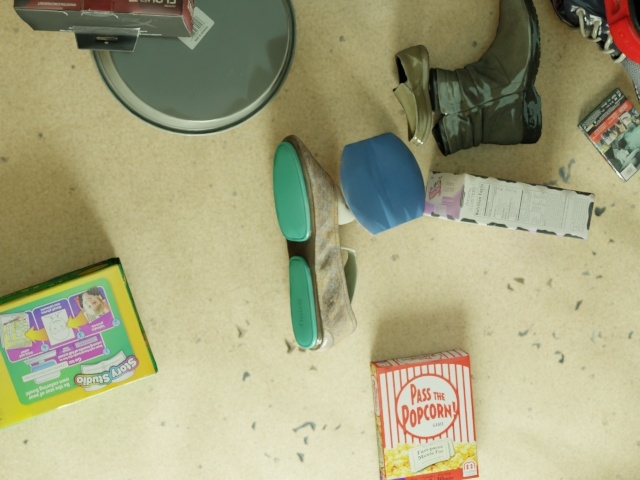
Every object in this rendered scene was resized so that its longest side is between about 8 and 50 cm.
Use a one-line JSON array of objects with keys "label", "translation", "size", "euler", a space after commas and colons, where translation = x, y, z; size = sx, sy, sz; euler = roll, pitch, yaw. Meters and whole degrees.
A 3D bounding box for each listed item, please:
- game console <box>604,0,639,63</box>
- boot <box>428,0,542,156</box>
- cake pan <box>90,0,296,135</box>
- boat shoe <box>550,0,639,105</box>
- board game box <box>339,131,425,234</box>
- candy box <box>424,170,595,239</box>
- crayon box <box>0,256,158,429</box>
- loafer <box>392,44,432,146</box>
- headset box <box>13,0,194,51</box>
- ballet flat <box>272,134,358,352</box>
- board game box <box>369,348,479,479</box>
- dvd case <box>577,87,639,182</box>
[{"label": "game console", "translation": [0.553, -0.443, 1.682], "size": [0.342, 0.060, 0.386], "euler": [-5, 84, -16]}, {"label": "boot", "translation": [0.233, -0.249, 1.718], "size": [0.161, 0.083, 0.246], "euler": [-5, 96, -6]}, {"label": "cake pan", "translation": [-0.173, -0.290, 1.634], "size": [0.293, 0.054, 0.293], "euler": [-1, 97, -12]}, {"label": "boat shoe", "translation": [0.430, -0.311, 1.738], "size": [0.158, 0.127, 0.340], "euler": [-14, 90, -6]}, {"label": "board game box", "translation": [0.080, -0.081, 1.705], "size": [0.169, 0.033, 0.133], "euler": [-21, 92, -43]}, {"label": "candy box", "translation": [0.266, -0.053, 1.700], "size": [0.196, 0.165, 0.070], "euler": [8, 93, -13]}, {"label": "crayon box", "translation": [-0.382, 0.147, 1.624], "size": [0.278, 0.081, 0.165], "euler": [-19, 100, -10]}, {"label": "loafer", "translation": [0.130, -0.209, 1.712], "size": [0.050, 0.056, 0.148], "euler": [-2, 87, -11]}, {"label": "headset box", "translation": [-0.270, -0.390, 1.526], "size": [0.218, 0.110, 0.293], "euler": [2, 85, 1]}, {"label": "ballet flat", "translation": [0.000, 0.000, 1.694], "size": [0.106, 0.107, 0.316], "euler": [-12, 105, -31]}, {"label": "board game box", "translation": [0.156, 0.269, 1.775], "size": [0.147, 0.045, 0.193], "euler": [-8, 98, -12]}, {"label": "dvd case", "translation": [0.460, -0.161, 1.809], "size": [0.087, 0.013, 0.119], "euler": [-44, 102, -4]}]
